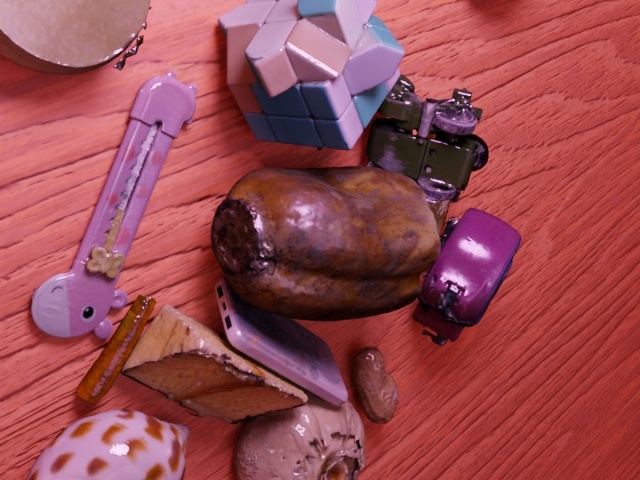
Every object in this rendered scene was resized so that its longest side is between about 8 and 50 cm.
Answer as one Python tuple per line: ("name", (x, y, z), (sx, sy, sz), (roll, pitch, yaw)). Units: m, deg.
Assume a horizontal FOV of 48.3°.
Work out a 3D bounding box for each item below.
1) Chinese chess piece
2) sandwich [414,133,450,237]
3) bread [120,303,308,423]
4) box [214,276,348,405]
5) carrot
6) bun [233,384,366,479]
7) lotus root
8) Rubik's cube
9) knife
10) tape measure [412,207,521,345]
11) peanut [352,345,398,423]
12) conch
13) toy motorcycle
("Chinese chess piece", (-0.314, -0.310, 0.848), (0.237, 0.092, 0.238), (-11, 107, -39))
("sandwich", (0.194, -0.113, 1.339), (0.090, 0.088, 0.245), (8, 100, -33))
("bread", (-0.158, 0.199, 1.098), (0.178, 0.142, 0.266), (-32, 133, 19))
("box", (-0.061, 0.168, 1.162), (0.044, 0.142, 0.285), (-38, 131, 14))
("carrot", (-0.290, 0.153, 1.024), (0.042, 0.042, 0.171), (40, 71, -39))
("bun", (-0.022, 0.376, 1.235), (0.259, 0.152, 0.260), (-14, 112, -38))
("lotus root", (0.000, 0.000, 1.103), (0.346, 0.250, 0.251), (2, 100, -40))
("Rubik's cube", (-0.014, -0.261, 1.012), (0.224, 0.265, 0.213), (-58, 142, -31))
("knife", (-0.273, -0.049, 0.985), (0.132, 0.038, 0.399), (25, 84, -44))
("tape measure", (0.274, 0.062, 1.373), (0.245, 0.149, 0.232), (-55, 165, -22))
("peanut", (0.106, 0.274, 1.364), (0.080, 0.080, 0.175), (-32, 121, -30))
("conch", (-0.282, 0.314, 0.998), (0.275, 0.182, 0.149), (24, 57, -52))
("toy motorcycle", (0.155, -0.182, 1.222), (0.127, 0.275, 0.205), (-58, 163, -51))
